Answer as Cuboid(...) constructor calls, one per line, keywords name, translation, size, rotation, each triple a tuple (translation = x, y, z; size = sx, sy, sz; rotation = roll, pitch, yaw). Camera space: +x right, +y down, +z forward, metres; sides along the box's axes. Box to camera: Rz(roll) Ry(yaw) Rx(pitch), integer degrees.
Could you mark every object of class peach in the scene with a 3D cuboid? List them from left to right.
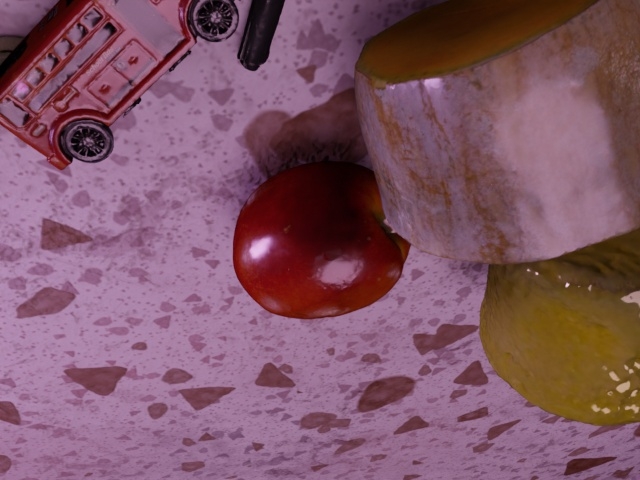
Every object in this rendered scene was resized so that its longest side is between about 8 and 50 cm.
Cuboid(name="peach", translation=(0.000, 0.000, 0.747), size=(0.243, 0.200, 0.243), rotation=(-11, 178, 0))

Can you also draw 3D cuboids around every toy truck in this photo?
Cuboid(name="toy truck", translation=(-0.189, -0.189, 0.526), size=(0.252, 0.107, 0.114), rotation=(-40, 131, 13))

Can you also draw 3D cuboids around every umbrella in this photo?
Cuboid(name="umbrella", translation=(-0.056, -0.239, 0.590), size=(0.036, 0.031, 0.133), rotation=(9, 134, -22))

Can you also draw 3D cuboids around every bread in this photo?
Cuboid(name="bread", translation=(0.403, 0.065, 0.833), size=(0.348, 0.348, 0.308), rotation=(-19, 133, 5))

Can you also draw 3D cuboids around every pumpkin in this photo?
Cuboid(name="pumpkin", translation=(0.195, -0.154, 0.552), size=(0.332, 0.332, 0.199), rotation=(-18, 123, 5))

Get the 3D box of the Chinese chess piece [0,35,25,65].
Cuboid(name="Chinese chess piece", translation=(-0.315, -0.170, 0.590), size=(0.084, 0.034, 0.084), rotation=(-8, 139, -7))
